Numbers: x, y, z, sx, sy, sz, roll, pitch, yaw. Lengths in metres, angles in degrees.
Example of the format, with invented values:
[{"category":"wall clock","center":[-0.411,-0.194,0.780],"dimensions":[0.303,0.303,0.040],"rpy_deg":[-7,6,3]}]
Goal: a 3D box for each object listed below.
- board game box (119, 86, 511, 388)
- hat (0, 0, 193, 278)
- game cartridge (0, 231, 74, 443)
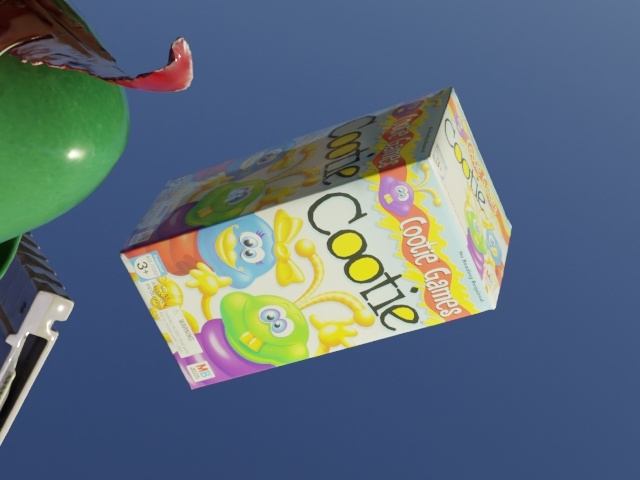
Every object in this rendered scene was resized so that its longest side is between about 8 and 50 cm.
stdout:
[{"category":"board game box","center":[0.000,0.000,1.131],"dimensions":[0.144,0.275,0.142],"rpy_deg":[64,-157,-21]},{"category":"hat","center":[-0.078,-0.058,0.494],"dimensions":[0.183,0.173,0.208],"rpy_deg":[-6,-135,19]},{"category":"game cartridge","center":[-0.407,0.165,1.539],"dimensions":[0.068,0.355,0.230],"rpy_deg":[22,-168,-37]}]
